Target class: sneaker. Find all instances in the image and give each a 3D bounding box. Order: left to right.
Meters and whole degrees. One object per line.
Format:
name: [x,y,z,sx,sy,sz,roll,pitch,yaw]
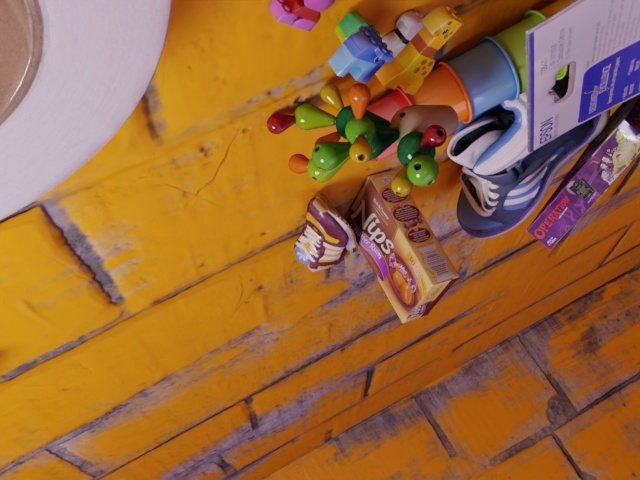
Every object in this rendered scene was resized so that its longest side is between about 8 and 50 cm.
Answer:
sneaker: [0.000,0.000,1.096,0.084,0.070,0.185,-37,157,-2]
sneaker: [0.233,-0.112,1.105,0.236,0.130,0.323,-7,149,-37]

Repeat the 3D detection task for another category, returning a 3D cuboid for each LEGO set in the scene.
LEGO set: [0.071,-0.203,0.745,0.093,0.087,0.227,-44,156,29]

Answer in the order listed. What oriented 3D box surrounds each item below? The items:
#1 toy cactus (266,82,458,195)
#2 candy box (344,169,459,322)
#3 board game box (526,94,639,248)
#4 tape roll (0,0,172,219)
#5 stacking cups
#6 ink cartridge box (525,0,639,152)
toy cactus: [0.062,-0.115,0.794,0.180,0.219,0.112,-18,111,-32]
candy box: [0.110,0.007,1.097,0.053,0.187,0.109,-16,154,-29]
board game box: [0.415,-0.144,1.083,0.347,0.056,0.208,-42,164,-46]
tape roll: [-0.275,-0.126,0.452,0.392,0.072,0.392,-27,154,-14]
stacking cups: [0.188,-0.188,0.917,0.316,0.096,0.096,-29,158,-6]
ink cartridge box: [0.334,-0.235,0.786,0.307,0.072,0.303,-26,161,7]
